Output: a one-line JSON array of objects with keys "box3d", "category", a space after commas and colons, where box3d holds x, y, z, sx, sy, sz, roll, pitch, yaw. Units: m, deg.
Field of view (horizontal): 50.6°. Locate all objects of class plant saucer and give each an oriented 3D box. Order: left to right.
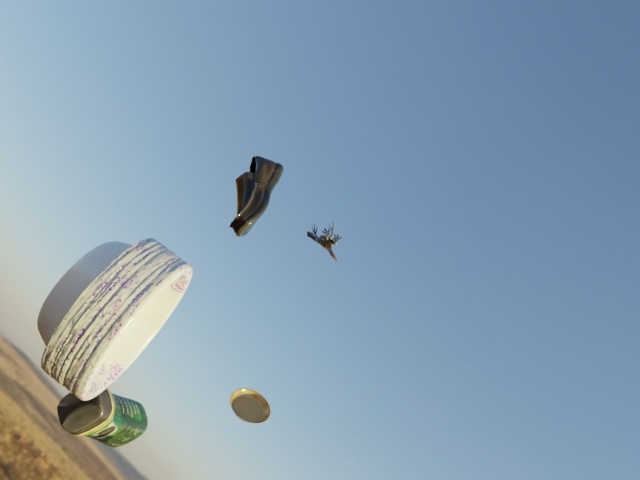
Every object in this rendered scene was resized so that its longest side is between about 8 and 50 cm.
[{"box3d": [-0.135, 0.317, 1.280, 0.083, 0.083, 0.015, 40, -61, 18], "category": "plant saucer"}]

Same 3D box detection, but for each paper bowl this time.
[{"box3d": [-0.358, 0.115, 1.147, 0.148, 0.284, 0.284, 38, -24, 3], "category": "paper bowl"}]

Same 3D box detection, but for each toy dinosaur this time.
[{"box3d": [0.000, 0.000, 1.192, 0.047, 0.090, 0.082, 18, -24, -20], "category": "toy dinosaur"}]

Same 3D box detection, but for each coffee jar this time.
[{"box3d": [-0.406, 0.328, 1.267, 0.079, 0.096, 0.184, 62, -1, 28], "category": "coffee jar"}]

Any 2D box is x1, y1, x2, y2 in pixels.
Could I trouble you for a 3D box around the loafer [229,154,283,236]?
[{"box3d": [-0.146, -0.094, 1.383, 0.078, 0.220, 0.080, 32, -49, -12], "category": "loafer"}]
